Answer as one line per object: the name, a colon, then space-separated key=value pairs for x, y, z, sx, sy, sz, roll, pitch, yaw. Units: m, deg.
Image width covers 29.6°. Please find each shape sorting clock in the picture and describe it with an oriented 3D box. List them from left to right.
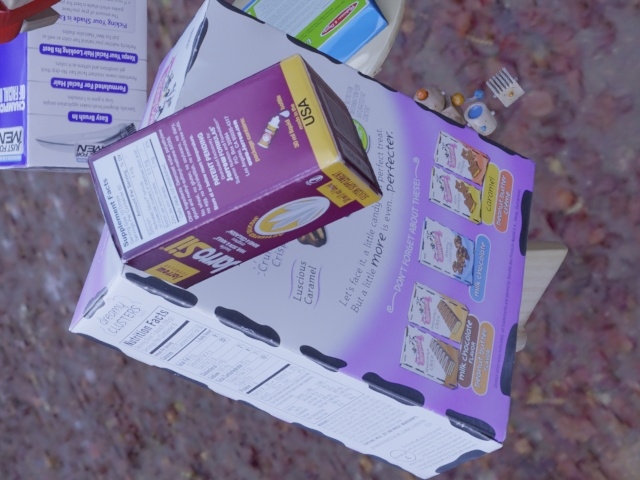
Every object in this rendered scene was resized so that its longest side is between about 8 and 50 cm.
shape sorting clock: x=-0.017 y=-0.154 z=0.941 sx=0.206 sy=0.206 sz=0.040 roll=1 pitch=151 yaw=47

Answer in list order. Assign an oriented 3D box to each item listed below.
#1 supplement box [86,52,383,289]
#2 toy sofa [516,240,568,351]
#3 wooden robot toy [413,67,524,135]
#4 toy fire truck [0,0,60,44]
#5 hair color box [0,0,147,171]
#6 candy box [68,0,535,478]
supplement box: x=-0.029 y=-0.022 z=0.421 sx=0.083 sy=0.055 sz=0.043 roll=-25 pitch=72 yaw=13
toy sofa: x=0.034 y=-0.014 z=1.158 sx=0.362 sy=0.150 sz=0.177 roll=40 pitch=114 yaw=32
wooden robot toy: x=0.140 y=-0.144 z=1.372 sx=0.173 sy=0.079 sz=0.076 roll=-25 pitch=51 yaw=21
toy fire truck: x=-0.313 y=-0.276 z=1.104 sx=0.217 sy=0.158 sz=0.246 roll=52 pitch=149 yaw=5
hair color box: x=-0.332 y=-0.260 z=1.613 sx=0.110 sy=0.185 sz=0.338 roll=0 pitch=90 yaw=47
candy box: x=0.000 y=0.000 z=0.587 sx=0.196 sy=0.164 sz=0.070 roll=25 pitch=145 yaw=-18
